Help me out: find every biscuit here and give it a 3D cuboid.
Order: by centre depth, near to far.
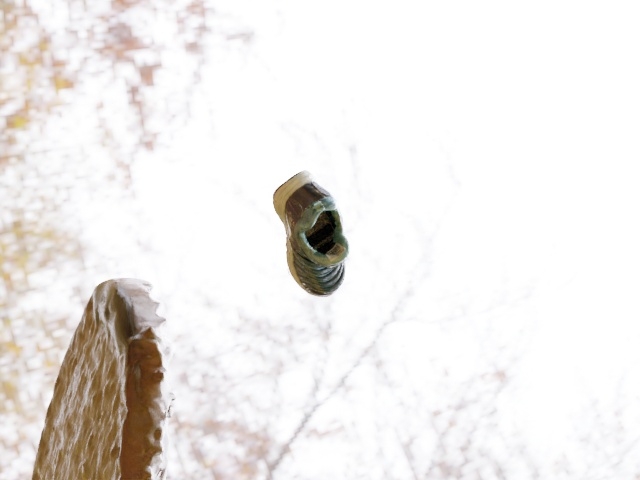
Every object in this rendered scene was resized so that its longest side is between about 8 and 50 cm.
[{"bbox_3d":[-0.153,0.180,1.135,0.318,0.040,0.318,-168,-90,-73],"label":"biscuit"}]

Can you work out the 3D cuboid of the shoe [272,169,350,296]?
[{"bbox_3d":[0.000,0.000,1.667,0.071,0.064,0.143,38,-29,44],"label":"shoe"}]
